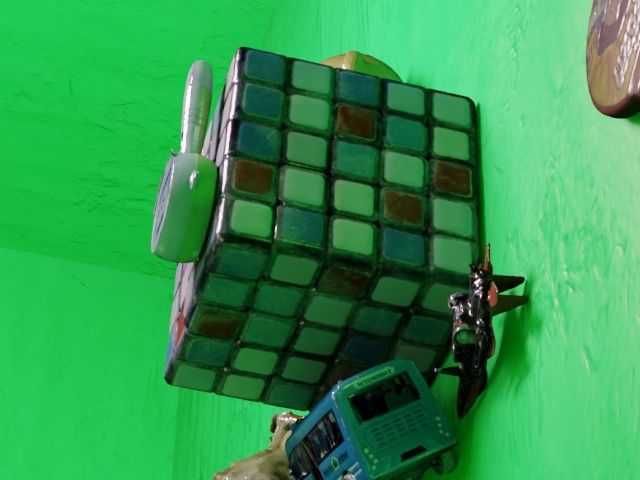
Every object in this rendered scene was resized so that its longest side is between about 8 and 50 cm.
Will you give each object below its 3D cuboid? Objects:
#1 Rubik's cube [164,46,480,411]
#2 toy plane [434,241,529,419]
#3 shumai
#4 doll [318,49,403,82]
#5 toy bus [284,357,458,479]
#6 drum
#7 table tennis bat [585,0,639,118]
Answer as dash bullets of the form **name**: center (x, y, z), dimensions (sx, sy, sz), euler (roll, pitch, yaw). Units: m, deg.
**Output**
- **Rubik's cube**: center (0.000, 0.000, 1.932), dimensions (0.292, 0.287, 0.293), euler (112, 165, -46)
- **toy plane**: center (0.146, 0.100, 1.673), dimensions (0.130, 0.061, 0.189), euler (-95, 19, -54)
- **shumai**: center (-0.032, 0.309, 2.066), dimensions (0.261, 0.225, 0.222), euler (-1, 58, 63)
- **doll**: center (0.028, -0.118, 2.254), dimensions (0.177, 0.162, 0.260), euler (-10, -69, -78)
- **toy bus**: center (0.045, 0.217, 1.808), dimensions (0.134, 0.114, 0.246), euler (64, 159, 12)
- **drum**: center (-0.136, -0.097, 1.835), dimensions (0.130, 0.049, 0.253), euler (127, 153, -65)
- **table tennis bat**: center (0.273, -0.192, 1.399), dimensions (0.310, 0.038, 0.200), euler (-116, 38, -79)
